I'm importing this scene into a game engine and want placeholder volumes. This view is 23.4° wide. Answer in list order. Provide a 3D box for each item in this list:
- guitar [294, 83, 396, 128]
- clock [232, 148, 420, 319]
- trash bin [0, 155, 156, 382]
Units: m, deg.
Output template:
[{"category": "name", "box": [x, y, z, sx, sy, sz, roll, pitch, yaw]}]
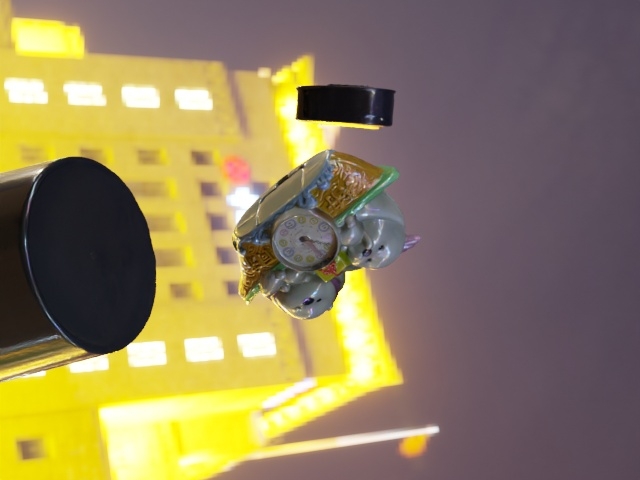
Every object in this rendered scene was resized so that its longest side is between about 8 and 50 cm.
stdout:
[{"category": "guitar", "box": [0.026, -0.122, 1.391, 0.271, 0.083, 0.038, -58, 153, -83]}, {"category": "clock", "box": [0.000, 0.000, 1.632, 0.231, 0.144, 0.103, -36, -157, 25]}, {"category": "trash bin", "box": [-0.329, 0.044, 1.419, 0.334, 0.214, 0.214, -12, -98, 30]}]
